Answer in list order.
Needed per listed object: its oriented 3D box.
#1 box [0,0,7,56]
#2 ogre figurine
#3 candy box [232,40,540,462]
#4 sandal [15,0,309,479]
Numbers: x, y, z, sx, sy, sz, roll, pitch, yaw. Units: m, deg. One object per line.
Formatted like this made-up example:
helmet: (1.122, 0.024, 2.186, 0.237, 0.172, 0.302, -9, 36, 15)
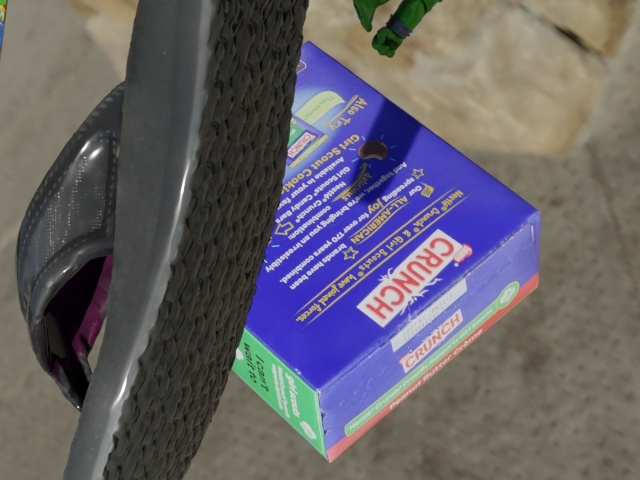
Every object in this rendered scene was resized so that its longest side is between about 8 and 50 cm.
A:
box: (-0.292, -0.160, 0.988, 0.290, 0.177, 0.279, -1, 83, 62)
ogre figurine: (0.079, -0.317, 2.046, 0.118, 0.197, 0.097, -25, -1, -1)
candy box: (0.000, 0.000, 1.651, 0.268, 0.122, 0.317, -37, 55, -19)
sandal: (-0.094, -0.037, 1.010, 0.107, 0.167, 0.446, 18, 106, 20)
